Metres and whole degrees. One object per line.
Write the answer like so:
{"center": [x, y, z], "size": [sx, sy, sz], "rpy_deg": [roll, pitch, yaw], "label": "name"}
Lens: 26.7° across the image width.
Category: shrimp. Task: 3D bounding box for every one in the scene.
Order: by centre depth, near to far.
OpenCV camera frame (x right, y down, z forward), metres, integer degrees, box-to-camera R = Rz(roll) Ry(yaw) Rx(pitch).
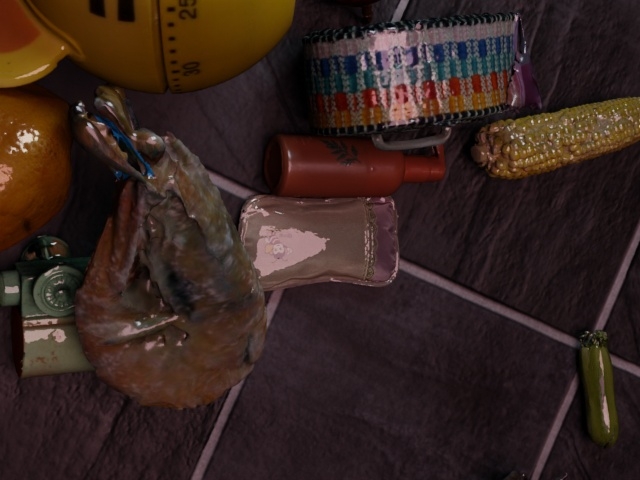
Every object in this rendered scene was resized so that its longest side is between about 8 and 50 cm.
{"center": [-0.190, 0.022, 1.522], "size": [0.221, 0.110, 0.446], "rpy_deg": [-23, 127, -10], "label": "shrimp"}

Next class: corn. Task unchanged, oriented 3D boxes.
{"center": [0.338, -0.143, 1.870], "size": [0.288, 0.086, 0.086], "rpy_deg": [-14, 104, -22], "label": "corn"}

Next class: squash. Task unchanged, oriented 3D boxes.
{"center": [0.406, 0.217, 1.978], "size": [0.052, 0.052, 0.183], "rpy_deg": [-15, 103, -21], "label": "squash"}

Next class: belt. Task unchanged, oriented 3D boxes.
{"center": [0.116, -0.197, 1.704], "size": [0.295, 0.207, 0.161], "rpy_deg": [-11, 99, -37], "label": "belt"}

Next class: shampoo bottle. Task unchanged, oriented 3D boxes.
{"center": [0.050, -0.097, 1.756], "size": [0.244, 0.085, 0.085], "rpy_deg": [-2, 99, -24], "label": "shampoo bottle"}

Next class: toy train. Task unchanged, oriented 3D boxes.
{"center": [-0.253, 0.085, 1.648], "size": [0.285, 0.116, 0.177], "rpy_deg": [-5, 113, -24], "label": "toy train"}

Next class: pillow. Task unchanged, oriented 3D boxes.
{"center": [0.000, 0.000, 1.773], "size": [0.232, 0.038, 0.131], "rpy_deg": [-1, 94, -23], "label": "pillow"}

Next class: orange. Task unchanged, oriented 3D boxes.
{"center": [-0.379, -0.100, 1.482], "size": [0.249, 0.249, 0.183], "rpy_deg": [-32, 120, -16], "label": "orange"}

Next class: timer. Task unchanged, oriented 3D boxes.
{"center": [-0.214, -0.330, 1.473], "size": [0.386, 0.376, 0.376], "rpy_deg": [2, 98, -3], "label": "timer"}

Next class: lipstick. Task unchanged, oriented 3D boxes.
{"center": [-0.233, -0.139, 1.652], "size": [0.037, 0.037, 0.116], "rpy_deg": [-22, 103, -19], "label": "lipstick"}

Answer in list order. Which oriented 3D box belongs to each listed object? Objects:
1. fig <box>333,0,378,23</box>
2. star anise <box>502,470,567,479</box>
{"center": [0.038, -0.344, 1.697], "size": [0.128, 0.128, 0.150], "rpy_deg": [11, 134, -24], "label": "fig"}
{"center": [0.284, 0.433, 1.897], "size": [0.212, 0.129, 0.283], "rpy_deg": [-63, 151, -21], "label": "star anise"}
